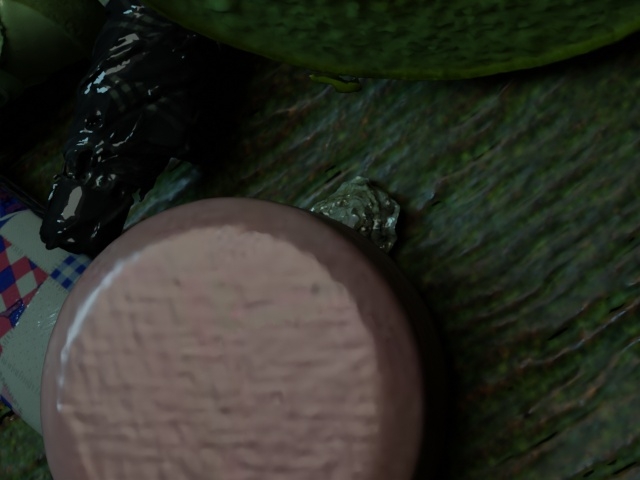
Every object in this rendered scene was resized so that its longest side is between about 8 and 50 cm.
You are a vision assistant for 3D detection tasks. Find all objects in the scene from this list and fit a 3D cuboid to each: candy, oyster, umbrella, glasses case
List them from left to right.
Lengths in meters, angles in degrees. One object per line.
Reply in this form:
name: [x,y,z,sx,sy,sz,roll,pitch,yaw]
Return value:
glasses case: [-0.218,0.043,0.967,0.327,0.076,0.125,34,93,36]
umbrella: [-0.090,-0.144,0.901,0.154,0.128,0.337,0,71,46]
candy: [-0.053,0.096,0.788,0.255,0.094,0.255,-1,87,17]
oyster: [0.000,0.000,0.855,0.098,0.037,0.100,28,92,36]

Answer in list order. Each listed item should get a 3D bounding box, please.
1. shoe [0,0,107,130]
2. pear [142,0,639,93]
shoe: [-0.289,-0.131,1.016,0.262,0.140,0.128,-6,93,2]
pear: [0.061,-0.271,0.764,0.342,0.238,0.318,-1,72,17]
